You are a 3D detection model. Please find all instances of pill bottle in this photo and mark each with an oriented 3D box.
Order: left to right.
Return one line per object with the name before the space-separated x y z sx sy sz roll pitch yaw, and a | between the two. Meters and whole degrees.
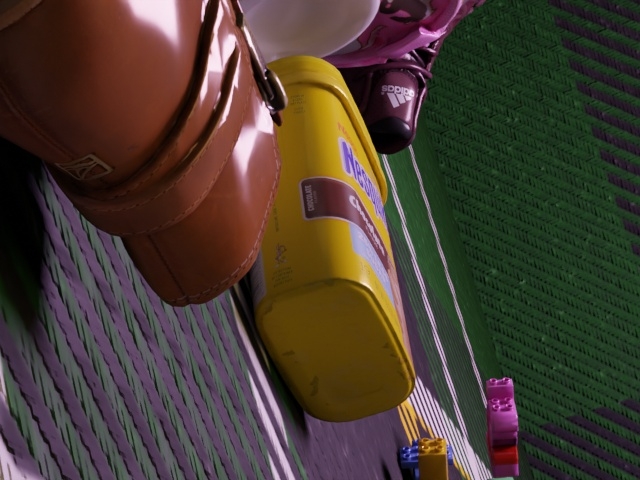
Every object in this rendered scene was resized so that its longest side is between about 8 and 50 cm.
pill bottle | -0.036 -0.203 1.042 0.108 0.108 0.180 55 19 -65

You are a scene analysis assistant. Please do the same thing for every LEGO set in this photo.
LEGO set | 0.101 0.165 1.215 0.227 0.087 0.093 -92 177 -64

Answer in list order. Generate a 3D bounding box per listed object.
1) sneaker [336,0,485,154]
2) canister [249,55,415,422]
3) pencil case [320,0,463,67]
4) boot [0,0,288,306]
sneaker | 0.080 -0.160 1.349 0.281 0.106 0.162 -54 -157 41
canister | 0.000 0.000 0.966 0.126 0.073 0.170 63 13 -46
pencil case | -0.004 -0.293 1.296 0.167 0.160 0.386 106 -21 -45
boot | -0.071 -0.137 0.583 0.220 0.109 0.283 56 22 -43
